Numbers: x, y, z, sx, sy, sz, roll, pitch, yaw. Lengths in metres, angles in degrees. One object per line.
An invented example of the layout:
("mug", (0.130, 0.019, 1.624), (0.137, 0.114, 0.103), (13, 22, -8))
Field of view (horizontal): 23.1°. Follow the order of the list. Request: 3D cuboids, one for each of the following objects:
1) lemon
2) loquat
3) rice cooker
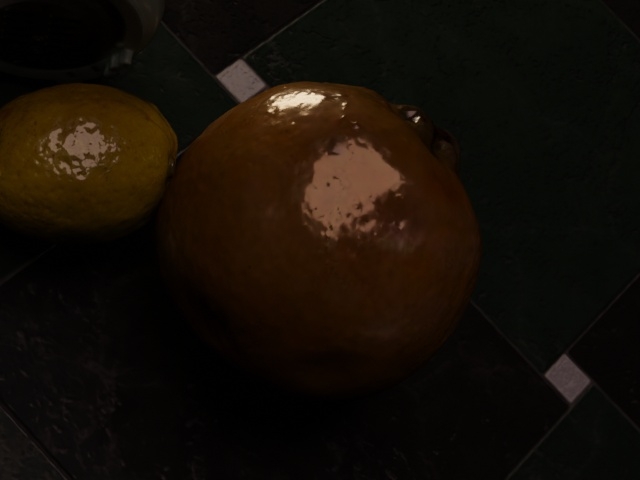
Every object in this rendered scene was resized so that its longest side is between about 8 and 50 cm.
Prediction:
("lemon", (-0.243, -0.076, 1.554), (0.207, 0.170, 0.170), (0, 64, -16))
("loquat", (0.000, 0.000, 1.527), (0.328, 0.328, 0.329), (11, 60, -19))
("rice cooker", (-0.278, -0.331, 1.618), (0.316, 0.264, 0.317), (-11, 90, -69))
